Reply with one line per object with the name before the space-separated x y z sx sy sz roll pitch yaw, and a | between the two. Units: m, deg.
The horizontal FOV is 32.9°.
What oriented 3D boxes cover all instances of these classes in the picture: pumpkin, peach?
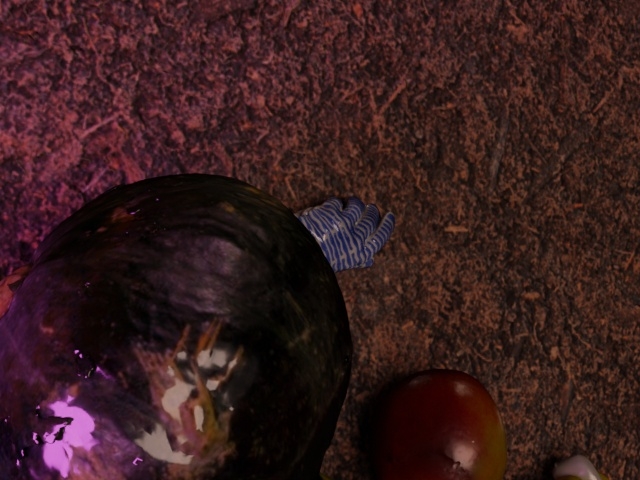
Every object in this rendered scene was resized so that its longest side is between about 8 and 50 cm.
pumpkin | -0.176 0.140 1.090 0.344 0.454 0.454 31 77 -26
peach | 0.151 0.256 1.399 0.197 0.197 0.197 0 90 -26

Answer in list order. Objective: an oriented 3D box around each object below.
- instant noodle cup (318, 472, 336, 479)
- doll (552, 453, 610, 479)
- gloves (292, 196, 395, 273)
instant noodle cup | -0.015 0.370 1.315 0.236 0.216 0.215 26 79 -33
doll | 0.406 0.417 1.515 0.252 0.111 0.237 55 23 13
gloves | 0.000 0.004 1.379 0.229 0.097 0.119 -23 130 -29
